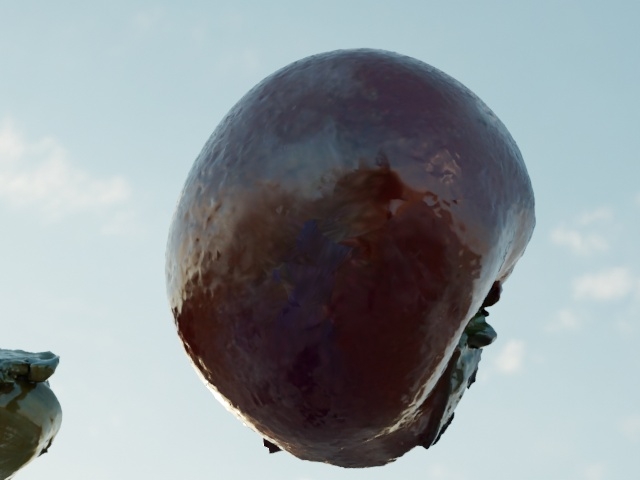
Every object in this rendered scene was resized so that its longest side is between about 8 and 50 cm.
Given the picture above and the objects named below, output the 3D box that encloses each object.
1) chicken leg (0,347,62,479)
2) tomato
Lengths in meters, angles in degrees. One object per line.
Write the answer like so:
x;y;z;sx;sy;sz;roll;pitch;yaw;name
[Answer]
-0.459;0.155;1.327;0.429;0.153;0.201;7;-16;-12;chicken leg
-0.003;0.004;1.092;0.289;0.335;0.176;26;0;20;tomato
